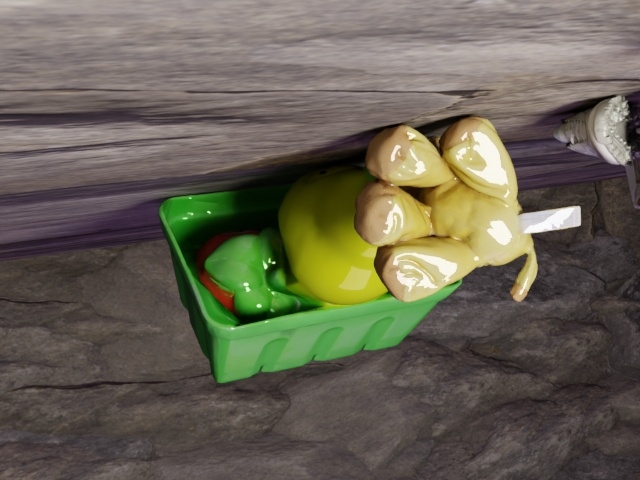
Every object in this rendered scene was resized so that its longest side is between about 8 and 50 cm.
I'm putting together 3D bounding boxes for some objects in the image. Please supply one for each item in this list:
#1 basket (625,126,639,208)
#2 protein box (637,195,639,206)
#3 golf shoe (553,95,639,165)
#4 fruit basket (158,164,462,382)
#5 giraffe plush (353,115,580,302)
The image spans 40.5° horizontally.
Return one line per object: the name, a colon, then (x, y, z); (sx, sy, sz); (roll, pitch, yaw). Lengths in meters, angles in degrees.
basket: (0.500, -0.111, 1.219); (0.103, 0.113, 0.167); (-11, 179, 7)
protein box: (0.442, -0.051, 0.767); (0.200, 0.136, 0.201); (-9, -144, -29)
golf shoe: (0.279, -0.106, 0.886); (0.086, 0.069, 0.176); (-3, -179, 25)
fruit basket: (0.000, 0.000, 1.126); (0.392, 0.283, 0.392); (-18, 139, -16)
giraffe plush: (0.129, -0.037, 0.879); (0.210, 0.181, 0.170); (8, -172, -9)
